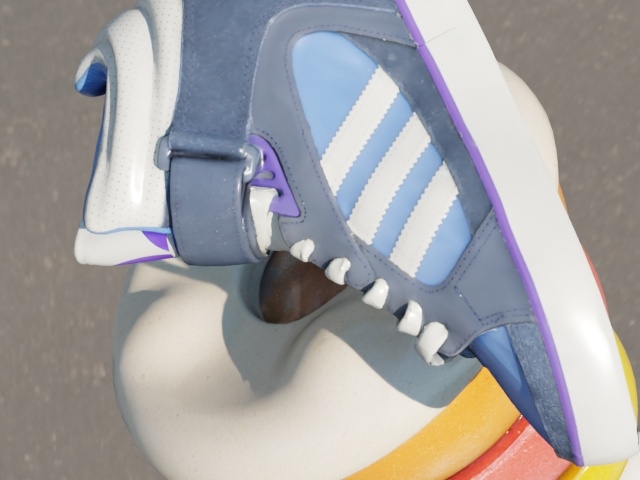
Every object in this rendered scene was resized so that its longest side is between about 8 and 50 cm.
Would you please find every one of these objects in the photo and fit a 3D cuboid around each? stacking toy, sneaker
[{"bbox_3d":[0.113,0.119,1.128,0.480,0.350,0.351,44,54,-37],"label":"stacking toy"},{"bbox_3d":[0.000,0.000,0.789,0.236,0.130,0.323,-24,82,6],"label":"sneaker"}]
